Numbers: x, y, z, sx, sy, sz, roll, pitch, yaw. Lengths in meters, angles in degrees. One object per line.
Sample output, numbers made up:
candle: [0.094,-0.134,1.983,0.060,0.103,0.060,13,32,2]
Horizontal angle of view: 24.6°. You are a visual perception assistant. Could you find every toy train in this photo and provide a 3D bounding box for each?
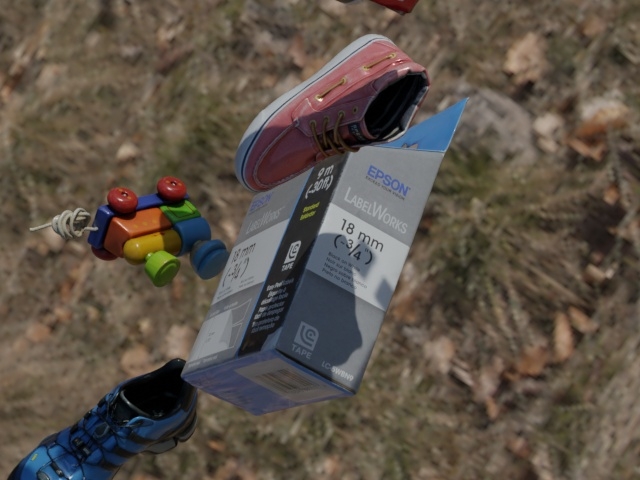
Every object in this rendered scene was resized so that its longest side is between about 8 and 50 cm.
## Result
toy train: [-0.246,0.009,1.945,0.143,0.248,0.105,42,127,28]

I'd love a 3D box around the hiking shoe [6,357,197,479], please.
hiking shoe: [-0.278,0.244,1.858,0.304,0.113,0.132,-34,-26,-38]

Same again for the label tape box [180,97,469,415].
label tape box: [0.000,0.000,1.496,0.241,0.106,0.333,-24,41,61]

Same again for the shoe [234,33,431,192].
shoe: [0.010,-0.097,1.224,0.178,0.063,0.081,-42,37,-3]

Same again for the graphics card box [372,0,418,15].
graphics card box: [0.031,-0.302,0.927,0.371,0.233,0.094,134,155,-63]

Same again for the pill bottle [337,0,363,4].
pill bottle: [-0.024,-0.370,1.758,0.119,0.209,0.119,-28,54,47]
